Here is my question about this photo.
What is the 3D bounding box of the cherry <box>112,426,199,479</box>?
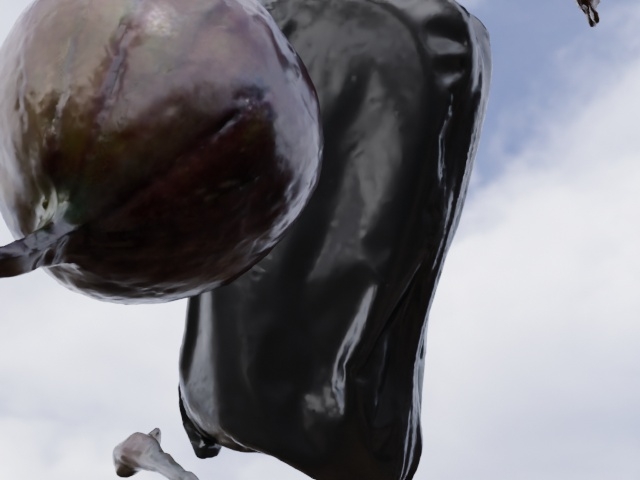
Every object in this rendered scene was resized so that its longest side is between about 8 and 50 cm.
[{"bbox_3d":[0.056,0.109,0.258,0.148,0.115,0.188,-5,9,-33],"label":"cherry"}]

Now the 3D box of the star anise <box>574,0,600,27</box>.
[{"bbox_3d":[0.132,-0.279,0.754,0.346,0.237,0.148,11,-6,-4],"label":"star anise"}]

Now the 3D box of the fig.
[{"bbox_3d":[-0.071,-0.037,0.473,0.149,0.202,0.148,-37,-60,6],"label":"fig"}]

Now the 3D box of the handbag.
[{"bbox_3d":[0.000,0.003,0.707,0.192,0.332,0.075,16,12,35],"label":"handbag"}]
